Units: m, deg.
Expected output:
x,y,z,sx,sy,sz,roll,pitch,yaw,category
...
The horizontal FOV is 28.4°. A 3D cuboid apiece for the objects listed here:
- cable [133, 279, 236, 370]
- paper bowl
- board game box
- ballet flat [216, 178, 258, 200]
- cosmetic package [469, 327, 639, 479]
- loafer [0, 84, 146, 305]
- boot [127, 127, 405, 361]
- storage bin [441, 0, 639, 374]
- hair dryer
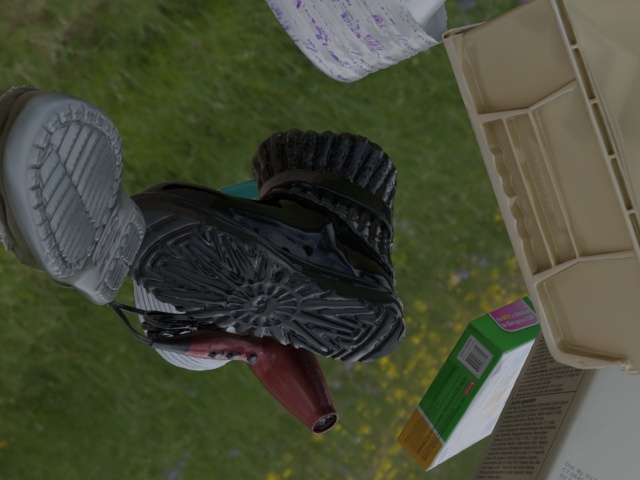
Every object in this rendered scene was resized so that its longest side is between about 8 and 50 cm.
x,y,z,sx,sy,sz,roll,pitch,yaw,category
-0.183,0.076,2.010,0.089,0.257,0.257,-13,158,35,cable
0.027,-0.280,0.995,0.148,0.284,0.284,-23,172,17,paper bowl
0.273,0.176,1.792,0.316,0.064,0.242,-18,144,-46,board game box
-0.072,-0.066,1.782,0.168,0.057,0.052,-11,153,-6,ballet flat
0.251,0.126,1.097,0.309,0.113,0.160,-60,-171,-16,cosmetic package
-0.172,-0.023,0.772,0.251,0.087,0.094,93,20,-70,loafer
-0.060,-0.033,1.346,0.131,0.348,0.260,-40,-143,36,boot
0.261,-0.067,0.889,0.262,0.260,0.123,-18,180,-28,storage bin
-0.103,0.131,1.489,0.080,0.293,0.223,-57,180,31,hair dryer
